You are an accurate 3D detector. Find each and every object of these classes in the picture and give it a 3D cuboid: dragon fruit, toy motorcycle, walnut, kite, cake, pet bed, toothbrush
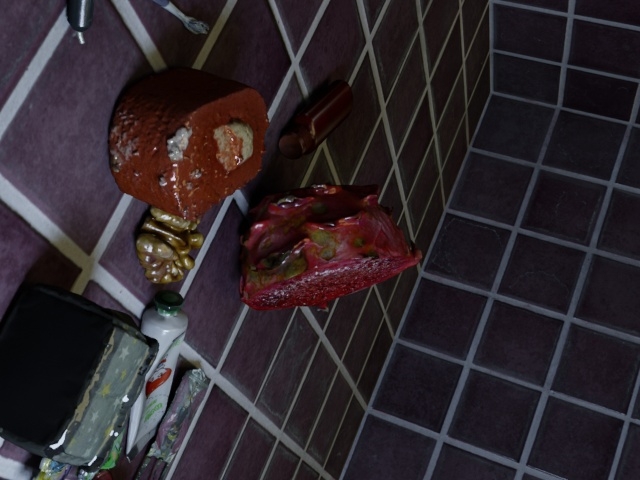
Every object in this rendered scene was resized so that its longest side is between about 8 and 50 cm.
[{"bbox_3d":[0.000,0.000,1.729,0.371,0.387,0.248,123,-47,-71],"label":"dragon fruit"},{"bbox_3d":[-0.350,0.310,1.380,0.106,0.074,0.190,59,49,-78],"label":"toy motorcycle"},{"bbox_3d":[-0.247,0.005,1.402,0.170,0.069,0.142,55,53,-70],"label":"walnut"},{"bbox_3d":[-0.309,0.416,1.647,0.204,0.022,0.360,73,38,-69],"label":"kite"},{"bbox_3d":[-0.194,-0.160,1.281,0.283,0.151,0.176,-41,147,-50],"label":"cake"},{"bbox_3d":[-0.335,0.186,1.132,0.210,0.183,0.159,-67,158,-15],"label":"pet bed"},{"bbox_3d":[-0.233,-0.349,1.200,0.024,0.026,0.288,-71,161,0],"label":"toothbrush"}]

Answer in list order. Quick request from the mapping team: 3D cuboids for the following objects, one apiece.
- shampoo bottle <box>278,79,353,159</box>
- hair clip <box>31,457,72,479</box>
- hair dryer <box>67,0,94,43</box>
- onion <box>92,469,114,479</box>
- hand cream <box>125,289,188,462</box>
[{"bbox_3d":[-0.008,-0.261,1.845,0.260,0.064,0.102,-51,152,-48],"label":"shampoo bottle"},{"bbox_3d":[-0.411,0.331,1.271,0.116,0.049,0.172,84,18,-77],"label":"hair clip"},{"bbox_3d":[-0.279,-0.347,1.023,0.124,0.072,0.219,-42,151,-57],"label":"hair dryer"},{"bbox_3d":[-0.356,0.471,1.376,0.140,0.195,0.218,52,23,-67],"label":"onion"},{"bbox_3d":[-0.295,0.241,1.499,0.121,0.076,0.335,-40,149,-58],"label":"hand cream"}]
